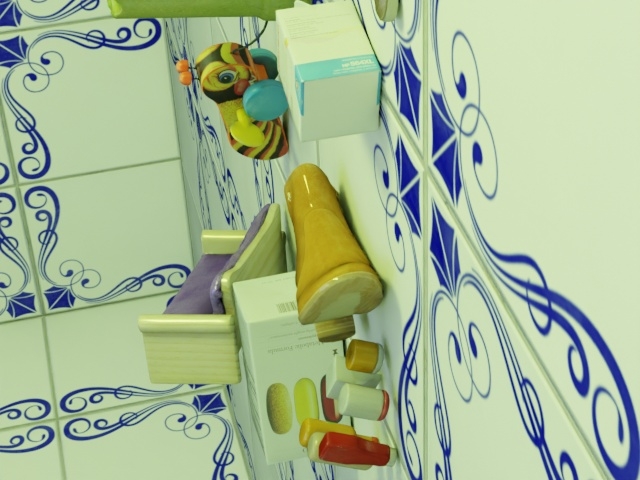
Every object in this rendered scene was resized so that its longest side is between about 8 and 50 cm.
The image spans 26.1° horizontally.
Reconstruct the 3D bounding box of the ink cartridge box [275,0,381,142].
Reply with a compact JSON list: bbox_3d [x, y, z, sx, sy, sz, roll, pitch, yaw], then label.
[{"bbox_3d":[0.005,-0.194,1.525,0.092,0.090,0.143,91,166,-49],"label":"ink cartridge box"}]

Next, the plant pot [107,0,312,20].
[{"bbox_3d":[-0.164,-0.398,1.811,0.276,0.254,0.276,170,90,-81],"label":"plant pot"}]

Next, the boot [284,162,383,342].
[{"bbox_3d":[0.001,0.000,1.715,0.295,0.104,0.211,100,158,-75],"label":"boot"}]

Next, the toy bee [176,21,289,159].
[{"bbox_3d":[-0.134,-0.242,2.076,0.195,0.162,0.298,-114,17,-61],"label":"toy bee"}]

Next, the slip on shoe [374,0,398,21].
[{"bbox_3d":[0.047,-0.279,1.341,0.051,0.041,0.135,-136,37,-74],"label":"slip on shoe"}]

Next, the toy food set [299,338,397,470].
[{"bbox_3d":[0.055,0.225,1.755,0.232,0.104,0.111,116,161,-43],"label":"toy food set"}]

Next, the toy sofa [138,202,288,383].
[{"bbox_3d":[-0.165,0.074,2.212,0.362,0.150,0.177,-62,-31,-64],"label":"toy sofa"}]

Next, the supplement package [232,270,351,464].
[{"bbox_3d":[-0.039,0.185,2.034,0.134,0.139,0.244,-118,19,-63],"label":"supplement package"}]
